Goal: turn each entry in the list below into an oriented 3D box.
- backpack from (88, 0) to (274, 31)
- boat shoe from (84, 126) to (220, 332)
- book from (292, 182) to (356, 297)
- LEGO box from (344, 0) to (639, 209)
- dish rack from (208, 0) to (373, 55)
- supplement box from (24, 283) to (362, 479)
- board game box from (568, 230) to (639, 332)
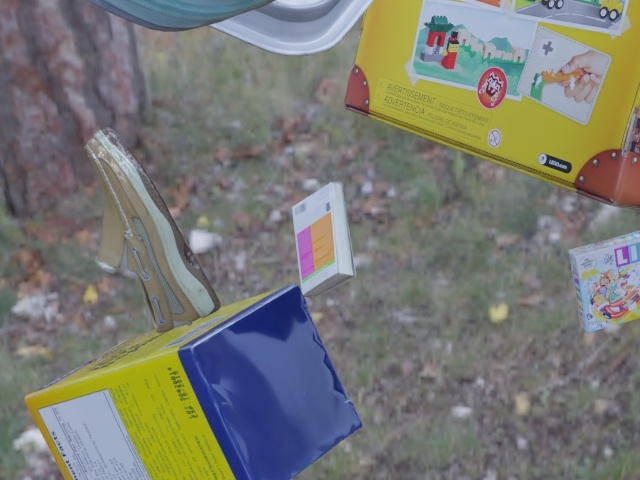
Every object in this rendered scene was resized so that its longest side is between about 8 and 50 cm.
[{"bbox_3d":[-0.053,-0.180,0.408,0.225,0.191,0.253,36,15,-2],"label":"backpack"},{"bbox_3d":[-0.148,0.000,1.086,0.072,0.190,0.068,-29,29,-5],"label":"boat shoe"},{"bbox_3d":[0.000,0.000,1.978,0.035,0.096,0.144,13,61,-38],"label":"book"},{"bbox_3d":[0.282,-0.276,1.651,0.193,0.372,0.500,4,15,-39],"label":"LEGO box"},{"bbox_3d":[-0.085,-0.315,1.229,0.333,0.072,0.285,25,49,12],"label":"dish rack"},{"bbox_3d":[-0.162,0.208,1.663,0.357,0.194,0.195,-19,7,44],"label":"supplement box"},{"bbox_3d":[0.384,0.042,1.651,0.154,0.103,0.026,-15,20,-6],"label":"board game box"}]
